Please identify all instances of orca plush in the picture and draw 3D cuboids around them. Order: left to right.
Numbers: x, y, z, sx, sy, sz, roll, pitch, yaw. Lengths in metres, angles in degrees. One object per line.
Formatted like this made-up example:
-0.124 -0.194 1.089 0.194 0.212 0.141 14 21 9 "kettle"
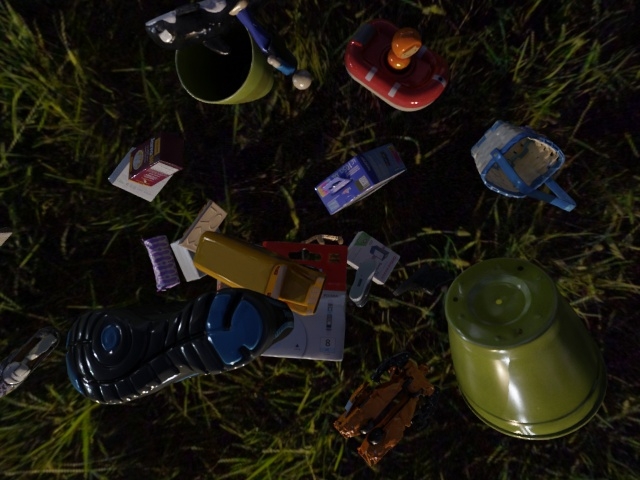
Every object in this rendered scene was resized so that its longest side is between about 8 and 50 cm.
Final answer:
-0.200 -0.436 0.865 0.287 0.151 0.102 -24 116 -13 "orca plush"

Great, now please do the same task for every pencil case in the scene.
-0.587 0.082 1.561 0.088 0.086 0.206 -15 89 14 "pencil case"

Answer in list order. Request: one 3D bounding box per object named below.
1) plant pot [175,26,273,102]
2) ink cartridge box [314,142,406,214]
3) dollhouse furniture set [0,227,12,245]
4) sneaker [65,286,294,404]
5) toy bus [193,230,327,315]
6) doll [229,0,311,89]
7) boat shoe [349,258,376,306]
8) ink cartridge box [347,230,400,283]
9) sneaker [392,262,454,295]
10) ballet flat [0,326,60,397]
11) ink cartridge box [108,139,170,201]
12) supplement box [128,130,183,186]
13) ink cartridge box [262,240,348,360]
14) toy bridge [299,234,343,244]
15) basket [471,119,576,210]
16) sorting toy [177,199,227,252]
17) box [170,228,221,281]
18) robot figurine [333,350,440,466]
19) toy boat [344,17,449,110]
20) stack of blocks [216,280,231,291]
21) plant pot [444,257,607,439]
-0.281 -0.577 1.418 0.274 0.293 0.275 2 98 18 "plant pot"
0.164 -0.263 1.824 0.270 0.395 0.151 -33 90 40 "ink cartridge box"
-0.566 -0.046 0.585 0.129 0.129 0.184 -37 82 19 "dollhouse furniture set"
-0.197 0.143 0.582 0.340 0.139 0.125 -11 81 19 "sneaker"
-0.150 0.073 1.019 0.332 0.130 0.108 20 92 36 "toy bus"
-0.087 -0.356 0.783 0.046 0.129 0.189 -34 122 20 "doll"
0.168 0.162 1.619 0.065 0.083 0.183 16 66 30 "boat shoe"
0.228 0.079 1.913 0.212 0.093 0.154 34 83 -7 "ink cartridge box"
0.306 0.133 1.263 0.170 0.051 0.089 -38 83 -9 "sneaker"
-0.415 0.168 0.595 0.041 0.114 0.041 17 139 15 "ballet flat"
-0.705 -0.286 1.714 0.045 0.223 0.224 41 91 23 "ink cartridge box"
-0.516 -0.251 1.319 0.188 0.081 0.104 -17 69 36 "supplement box"
-0.065 0.202 1.434 0.308 0.091 0.385 3 91 4 "ink cartridge box"
0.000 0.000 1.834 0.188 0.063 0.026 -7 127 -17 "toy bridge"
0.597 -0.212 1.244 0.254 0.289 0.201 12 135 -32 "basket"
-0.430 -0.050 1.539 0.038 0.208 0.193 34 84 7 "sorting toy"
-0.504 0.054 1.798 0.119 0.181 0.182 -16 99 46 "box"
0.184 0.437 1.132 0.291 0.085 0.211 -42 98 -15 "robot figurine"
0.171 -0.391 0.899 0.231 0.151 0.151 34 80 -1 "toy boat"
-0.304 0.200 1.876 0.297 0.087 0.171 5 63 -22 "stack of blocks"
0.465 0.235 1.024 0.366 0.366 0.353 -29 130 12 "plant pot"
